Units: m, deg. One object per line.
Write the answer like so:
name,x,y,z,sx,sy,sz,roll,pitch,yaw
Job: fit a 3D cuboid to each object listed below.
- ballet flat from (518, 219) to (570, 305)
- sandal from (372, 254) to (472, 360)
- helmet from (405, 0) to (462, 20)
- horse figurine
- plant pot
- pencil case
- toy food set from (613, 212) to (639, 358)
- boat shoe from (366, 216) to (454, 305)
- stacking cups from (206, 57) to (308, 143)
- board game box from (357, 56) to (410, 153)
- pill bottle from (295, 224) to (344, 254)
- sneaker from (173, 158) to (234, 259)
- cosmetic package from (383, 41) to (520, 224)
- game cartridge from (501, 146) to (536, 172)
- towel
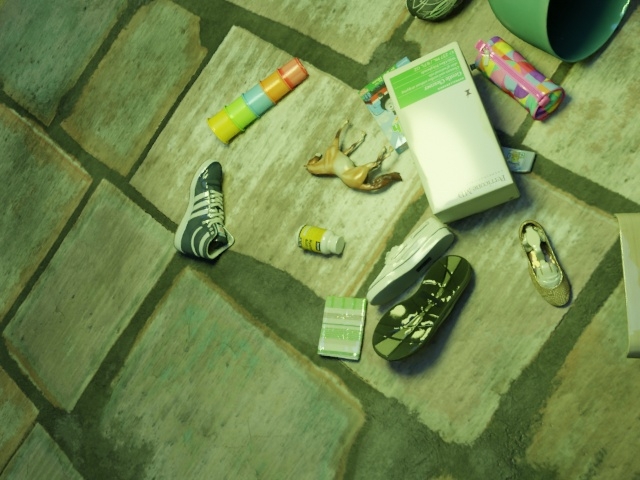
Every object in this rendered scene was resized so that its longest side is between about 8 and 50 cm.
ballet flat,0.485,0.045,1.452,0.073,0.067,0.206,-27,66,16
sandal,0.248,0.166,1.531,0.303,0.086,0.120,-45,54,-9
helmet,0.296,-0.654,1.698,0.169,0.169,0.161,-19,63,20
horse figurine,0.086,-0.202,1.723,0.263,0.066,0.174,39,89,32
plant pot,0.523,-0.582,1.502,0.293,0.293,0.235,-53,46,3
pencil case,0.466,-0.388,1.571,0.104,0.104,0.236,-45,62,8
toy food set,0.719,0.082,1.327,0.220,0.092,0.306,-2,75,14
boat shoe,0.201,0.050,1.586,0.258,0.095,0.084,-40,57,-1
stacking cups,-0.181,-0.410,1.894,0.316,0.096,0.096,-37,63,13
board game box,0.214,-0.353,1.718,0.160,0.039,0.211,-35,64,13
pill bottle,0.000,0.000,1.705,0.116,0.065,0.065,13,81,29
sneaker,-0.302,-0.082,1.856,0.153,0.099,0.282,20,92,34
cosmetic package,0.306,-0.244,1.547,0.197,0.155,0.365,-23,73,17
game cartridge,0.460,-0.188,1.562,0.083,0.017,0.056,15,86,29
towel,0.057,0.216,1.643,0.113,0.023,0.152,3,75,25
